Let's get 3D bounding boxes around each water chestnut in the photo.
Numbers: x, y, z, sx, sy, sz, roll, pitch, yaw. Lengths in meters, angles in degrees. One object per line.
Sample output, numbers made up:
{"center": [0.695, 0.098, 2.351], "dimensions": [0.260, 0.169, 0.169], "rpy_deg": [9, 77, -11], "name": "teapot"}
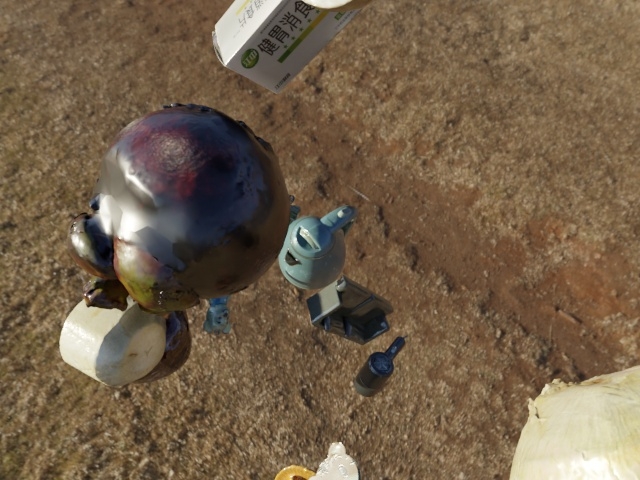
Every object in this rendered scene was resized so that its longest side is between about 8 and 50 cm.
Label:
{"center": [-0.572, 0.275, 1.486], "dimensions": [0.334, 0.347, 0.335], "rpy_deg": [-15, 41, 14], "name": "water chestnut"}

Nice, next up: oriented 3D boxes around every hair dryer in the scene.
{"center": [0.181, 0.312, 1.264], "dimensions": [0.071, 0.124, 0.219], "rpy_deg": [39, 44, 16], "name": "hair dryer"}

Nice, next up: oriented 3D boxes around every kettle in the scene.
{"center": [0.000, 0.000, 1.649], "dimensions": [0.319, 0.342, 0.247], "rpy_deg": [-41, 80, -12], "name": "kettle"}

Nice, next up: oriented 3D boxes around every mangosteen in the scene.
{"center": [-0.256, -0.046, 0.910], "dimensions": [0.421, 0.380, 0.381], "rpy_deg": [-45, 53, 19], "name": "mangosteen"}

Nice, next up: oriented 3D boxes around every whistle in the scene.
{"center": [-0.334, 0.192, 1.564], "dimensions": [0.077, 0.114, 0.236], "rpy_deg": [-15, 68, 38], "name": "whistle"}

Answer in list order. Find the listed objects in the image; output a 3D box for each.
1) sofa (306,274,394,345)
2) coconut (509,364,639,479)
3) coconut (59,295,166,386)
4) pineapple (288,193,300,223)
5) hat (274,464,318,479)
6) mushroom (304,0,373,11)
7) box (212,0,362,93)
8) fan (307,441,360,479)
{"center": [0.056, 0.121, 0.771], "dimensions": [0.085, 0.147, 0.060], "rpy_deg": [-36, 47, 21], "name": "sofa"}
{"center": [0.333, 0.250, 0.455], "dimensions": [0.296, 0.297, 0.255], "rpy_deg": [-6, 65, -1], "name": "coconut"}
{"center": [-0.462, 0.205, 1.053], "dimensions": [0.221, 0.202, 0.202], "rpy_deg": [18, 55, 26], "name": "coconut"}
{"center": [-0.215, -0.146, 1.818], "dimensions": [0.271, 0.262, 0.263], "rpy_deg": [30, 51, -19], "name": "pineapple"}
{"center": [-0.046, 0.706, 1.099], "dimensions": [0.233, 0.245, 0.233], "rpy_deg": [-10, 14, 20], "name": "hat"}
{"center": [0.050, -0.413, 0.548], "dimensions": [0.195, 0.254, 0.189], "rpy_deg": [11, 41, 21], "name": "mushroom"}
{"center": [-0.078, -0.511, 1.084], "dimensions": [0.332, 0.173, 0.145], "rpy_deg": [-35, 58, 32], "name": "box"}
{"center": [0.055, 0.581, 1.078], "dimensions": [0.153, 0.008, 0.226], "rpy_deg": [-56, 37, -3], "name": "fan"}
